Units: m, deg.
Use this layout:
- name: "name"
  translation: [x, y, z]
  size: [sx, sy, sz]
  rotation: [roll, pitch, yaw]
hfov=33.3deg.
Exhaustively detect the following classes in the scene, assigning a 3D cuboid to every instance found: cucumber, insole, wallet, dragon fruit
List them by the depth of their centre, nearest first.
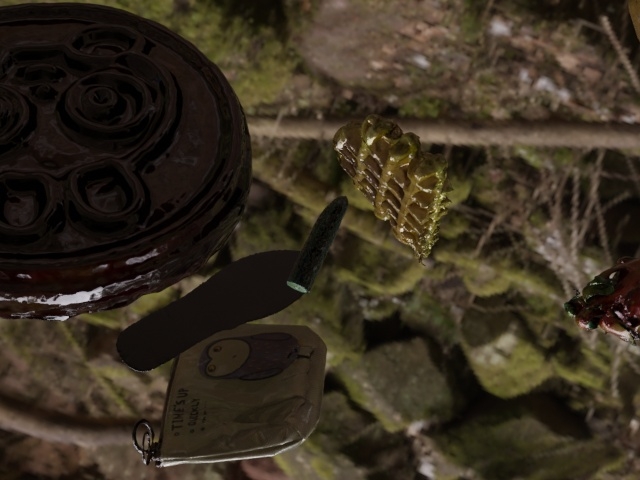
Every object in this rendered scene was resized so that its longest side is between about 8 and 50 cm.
- name: "cucumber"
  translation: [0.000, 0.000, 1.314]
  size: [0.032, 0.133, 0.032]
  rotation: [24, 165, 7]
- name: "insole"
  translation: [-0.145, 0.095, 1.545]
  size: [0.109, 0.322, 0.007]
  rotation: [50, 155, 26]
- name: "dragon fruit"
  translation: [0.444, 0.080, 1.546]
  size: [0.174, 0.142, 0.138]
  rotation: [-3, 142, -2]
- name: "wallet"
  translation: [-0.131, 0.230, 1.680]
  size: [0.274, 0.068, 0.335]
  rotation: [-1, -146, 5]

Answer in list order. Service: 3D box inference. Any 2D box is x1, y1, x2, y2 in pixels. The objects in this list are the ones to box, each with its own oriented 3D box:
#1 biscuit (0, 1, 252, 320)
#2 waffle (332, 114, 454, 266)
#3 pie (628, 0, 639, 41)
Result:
- name: "biscuit"
  translation: [-0.266, -0.100, 1.058]
  size: [0.407, 0.091, 0.408]
  rotation: [6, -132, -7]
- name: "waffle"
  translation: [0.080, -0.040, 0.964]
  size: [0.160, 0.046, 0.192]
  rotation: [35, 164, 46]
- name: "pie"
  translation: [0.393, -0.161, 1.080]
  size: [0.273, 0.069, 0.273]
  rotation: [57, -169, -18]
